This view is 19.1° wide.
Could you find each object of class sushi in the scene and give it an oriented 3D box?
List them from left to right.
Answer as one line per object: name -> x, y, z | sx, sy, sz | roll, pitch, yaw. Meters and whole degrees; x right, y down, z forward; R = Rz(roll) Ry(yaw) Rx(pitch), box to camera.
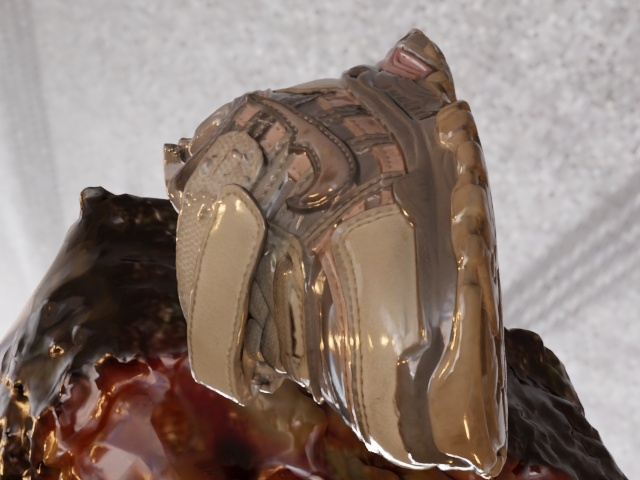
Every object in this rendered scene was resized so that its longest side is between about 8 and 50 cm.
sushi -> 0.001, 0.124, 0.831 | 0.343, 0.196, 0.182 | 26, -147, -33

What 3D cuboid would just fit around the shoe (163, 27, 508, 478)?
shoe -> 0.000, 0.000, 0.530 | 0.180, 0.092, 0.089 | -98, 0, -62
